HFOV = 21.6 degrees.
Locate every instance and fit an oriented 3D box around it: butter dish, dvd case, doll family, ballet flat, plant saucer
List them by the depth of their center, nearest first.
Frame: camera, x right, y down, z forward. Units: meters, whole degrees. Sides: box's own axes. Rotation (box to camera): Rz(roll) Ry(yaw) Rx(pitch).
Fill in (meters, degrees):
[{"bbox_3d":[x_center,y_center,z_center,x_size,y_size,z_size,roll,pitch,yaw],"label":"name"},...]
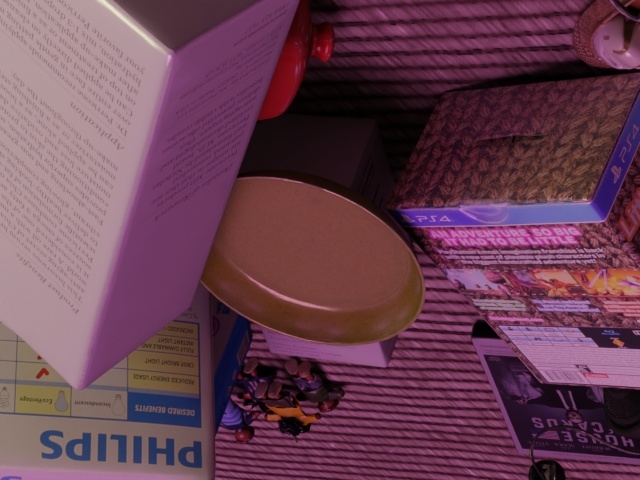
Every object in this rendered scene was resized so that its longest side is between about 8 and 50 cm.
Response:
[{"bbox_3d":[0.271,-0.181,1.363,0.073,0.067,0.206,31,145,-15],"label":"ballet flat"},{"bbox_3d":[-0.045,-0.179,1.484,0.118,0.160,0.160,1,147,-13],"label":"butter dish"},{"bbox_3d":[-0.014,0.011,1.565,0.241,0.037,0.241,13,143,10],"label":"plant saucer"},{"bbox_3d":[0.283,0.175,1.889,0.179,0.030,0.239,2,141,25],"label":"dvd case"},{"bbox_3d":[-0.064,0.204,2.075,0.193,0.076,0.111,2,147,33],"label":"doll family"}]

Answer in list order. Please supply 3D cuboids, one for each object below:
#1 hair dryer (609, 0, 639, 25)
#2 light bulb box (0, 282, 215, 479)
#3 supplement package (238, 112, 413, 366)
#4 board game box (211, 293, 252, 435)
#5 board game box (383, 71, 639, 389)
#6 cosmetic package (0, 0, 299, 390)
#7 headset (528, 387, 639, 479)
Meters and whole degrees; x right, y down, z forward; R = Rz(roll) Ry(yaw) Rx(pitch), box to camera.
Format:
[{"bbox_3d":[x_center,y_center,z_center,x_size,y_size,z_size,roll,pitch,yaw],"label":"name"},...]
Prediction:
[{"bbox_3d":[0.371,-0.205,1.244,0.293,0.080,0.223,37,130,-3],"label":"hair dryer"},{"bbox_3d":[-0.304,0.110,1.715,0.357,0.361,0.225,5,150,-15],"label":"light bulb box"},{"bbox_3d":[0.000,0.000,1.696,0.139,0.134,0.244,5,143,20],"label":"supplement package"},{"bbox_3d":[-0.270,0.184,1.938,0.302,0.308,0.086,10,144,14],"label":"board game box"},{"bbox_3d":[0.246,0.001,1.530,0.232,0.141,0.291,-1,142,45],"label":"board game box"},{"bbox_3d":[-0.193,-0.102,1.418,0.230,0.161,0.453,42,141,14],"label":"cosmetic package"},{"bbox_3d":[0.383,0.200,1.721,0.394,0.185,0.243,-27,131,32],"label":"headset"}]
